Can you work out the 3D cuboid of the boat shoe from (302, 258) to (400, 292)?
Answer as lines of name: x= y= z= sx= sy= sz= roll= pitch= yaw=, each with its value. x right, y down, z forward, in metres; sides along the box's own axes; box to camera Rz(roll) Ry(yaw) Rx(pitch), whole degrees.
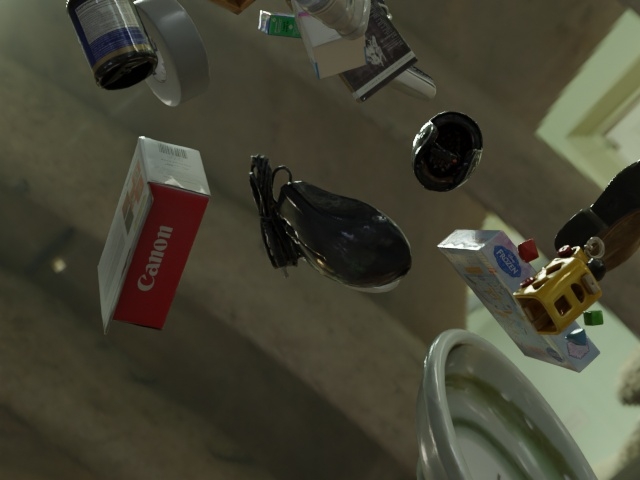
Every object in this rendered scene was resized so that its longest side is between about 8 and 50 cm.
boat shoe: x=0.049 y=0.048 z=2.180 sx=0.226 sy=0.076 sz=0.083 roll=19 pitch=-76 yaw=-23

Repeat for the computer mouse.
computer mouse: x=0.000 y=0.000 z=1.636 sx=0.072 sy=0.272 sz=0.188 roll=-38 pitch=-51 yaw=-33

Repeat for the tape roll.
tape roll: x=-0.306 y=-0.379 z=2.456 sx=0.072 sy=0.219 sz=0.219 roll=-30 pitch=-19 yaw=-23

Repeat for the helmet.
helmet: x=0.280 y=-0.198 z=2.748 sx=0.169 sy=0.169 sz=0.161 roll=-51 pitch=6 yaw=33

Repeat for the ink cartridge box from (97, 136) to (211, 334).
ink cartridge box: x=-0.323 y=0.003 z=2.377 sx=0.130 sy=0.272 sz=0.309 roll=13 pitch=-64 yaw=-19

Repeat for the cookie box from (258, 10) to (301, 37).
cookie box: x=-0.052 y=-0.395 z=2.272 sx=0.107 sy=0.092 sz=0.040 roll=3 pitch=-76 yaw=-15

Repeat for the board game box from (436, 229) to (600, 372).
board game box: x=0.398 y=0.116 z=2.537 sx=0.066 sy=0.318 sz=0.319 roll=-40 pitch=8 yaw=-7

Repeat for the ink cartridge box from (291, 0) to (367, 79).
ink cartridge box: x=0.011 y=-0.357 z=2.038 sx=0.090 sy=0.143 sz=0.092 roll=-19 pitch=-29 yaw=-3

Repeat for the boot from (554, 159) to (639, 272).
boot: x=0.592 y=-0.052 z=2.341 sx=0.305 sy=0.112 sz=0.115 roll=-40 pitch=-54 yaw=15

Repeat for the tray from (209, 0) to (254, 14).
tray: x=-0.168 y=-0.491 z=1.949 sx=0.203 sy=0.076 sz=0.411 roll=-36 pitch=-18 yaw=18

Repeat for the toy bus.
toy bus: x=0.446 y=0.080 z=2.188 sx=0.191 sy=0.202 sz=0.104 roll=10 pitch=-6 yaw=-24

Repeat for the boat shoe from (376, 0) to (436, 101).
boat shoe: x=0.128 y=-0.448 z=2.702 sx=0.158 sy=0.341 sz=0.127 roll=-60 pitch=0 yaw=-3

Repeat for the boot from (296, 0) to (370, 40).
boot: x=0.007 y=-0.416 z=1.888 sx=0.095 sy=0.258 sz=0.123 roll=-26 pitch=-39 yaw=26

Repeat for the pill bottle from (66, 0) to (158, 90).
pill bottle: x=-0.389 y=-0.396 z=2.256 sx=0.123 sy=0.219 sz=0.123 roll=-23 pitch=-12 yaw=-5

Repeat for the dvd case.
dvd case: x=0.058 y=-0.368 z=2.180 sx=0.164 sy=0.221 sz=0.018 roll=-40 pitch=6 yaw=-34

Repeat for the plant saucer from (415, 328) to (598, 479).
plant saucer: x=0.201 y=0.286 z=1.302 sx=0.100 sy=0.400 sz=0.400 roll=-33 pitch=-13 yaw=21
